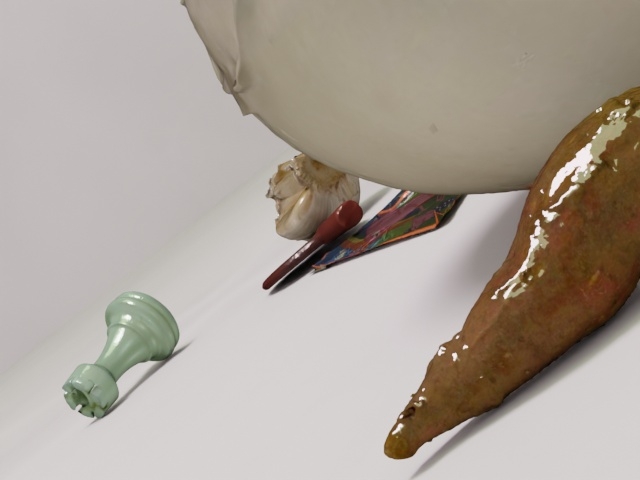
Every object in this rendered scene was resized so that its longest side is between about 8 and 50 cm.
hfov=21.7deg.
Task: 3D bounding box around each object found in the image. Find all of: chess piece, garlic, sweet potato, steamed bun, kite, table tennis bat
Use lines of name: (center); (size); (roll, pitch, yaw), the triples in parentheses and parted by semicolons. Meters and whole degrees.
chess piece: (-0.168, 0.098, 1.379); (0.067, 0.067, 0.103); (-30, 19, 49)
garlic: (-0.005, -0.040, 1.407); (0.094, 0.074, 0.113); (-38, 9, 49)
sweet potato: (0.100, -0.008, 0.607); (0.226, 0.068, 0.068); (-39, 6, -8)
steamed bun: (0.120, -0.171, 0.835); (0.374, 0.241, 0.374); (-44, 14, 14)
kite: (0.072, -0.037, 1.212); (0.234, 0.016, 0.321); (-34, 7, 25)
table tennis bat: (0.000, 0.000, 1.306); (0.098, 0.019, 0.154); (-40, -1, -23)
